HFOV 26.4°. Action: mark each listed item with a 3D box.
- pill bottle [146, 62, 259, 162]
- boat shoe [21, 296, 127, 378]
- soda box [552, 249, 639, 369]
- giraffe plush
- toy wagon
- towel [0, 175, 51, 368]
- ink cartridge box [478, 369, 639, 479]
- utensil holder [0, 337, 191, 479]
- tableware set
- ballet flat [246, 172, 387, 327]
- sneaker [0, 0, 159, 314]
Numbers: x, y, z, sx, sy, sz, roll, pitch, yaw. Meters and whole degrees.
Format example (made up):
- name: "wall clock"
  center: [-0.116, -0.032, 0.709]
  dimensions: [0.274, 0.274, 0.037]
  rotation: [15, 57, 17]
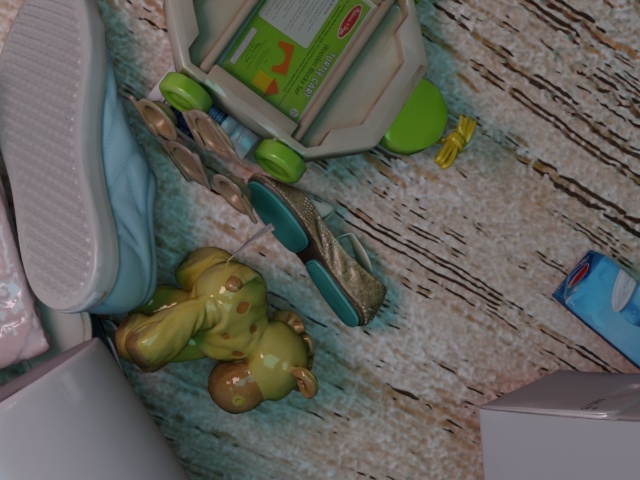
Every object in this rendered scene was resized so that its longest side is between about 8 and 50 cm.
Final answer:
- name: "pill bottle"
  center: [-0.121, -0.137, 1.460]
  dimensions: [0.120, 0.067, 0.067]
  rotation: [39, 92, -6]
- name: "boat shoe"
  center: [-0.256, 0.129, 1.466]
  dimensions: [0.095, 0.079, 0.254]
  rotation: [-24, 95, 15]
- name: "soda box"
  center: [0.363, 0.104, 1.516]
  dimensions: [0.210, 0.067, 0.071]
  rotation: [40, 92, -7]
- name: "giraffe plush"
  center: [-0.088, 0.105, 1.442]
  dimensions: [0.210, 0.181, 0.170]
  rotation: [-30, 109, 16]
- name: "toy wagon"
  center: [0.005, -0.188, 1.434]
  dimensions: [0.344, 0.068, 0.267]
  rotation: [36, 74, -8]
- name: "towel"
  center: [-0.472, 0.009, 1.369]
  dimensions: [0.332, 0.053, 0.317]
  rotation: [-14, 100, -3]
- name: "ink cartridge box"
  center: [0.304, 0.287, 1.427]
  dimensions: [0.197, 0.198, 0.270]
  rotation: [-1, 97, 36]
- name: "utensil holder"
  center: [-0.245, 0.332, 1.300]
  dimensions: [0.327, 0.327, 0.385]
  rotation: [-30, 95, -1]
- name: "tableware set"
  center: [-0.127, -0.090, 1.407]
  dimensions: [0.020, 0.169, 0.141]
  rotation: [-46, 134, -20]
- name: "ballet flat"
  center: [0.000, 0.000, 1.491]
  dimensions: [0.067, 0.073, 0.206]
  rotation: [-40, 100, -27]
- name: "sneaker"
  center: [-0.245, -0.093, 1.437]
  dimensions: [0.135, 0.150, 0.366]
  rotation: [-12, 74, 27]
